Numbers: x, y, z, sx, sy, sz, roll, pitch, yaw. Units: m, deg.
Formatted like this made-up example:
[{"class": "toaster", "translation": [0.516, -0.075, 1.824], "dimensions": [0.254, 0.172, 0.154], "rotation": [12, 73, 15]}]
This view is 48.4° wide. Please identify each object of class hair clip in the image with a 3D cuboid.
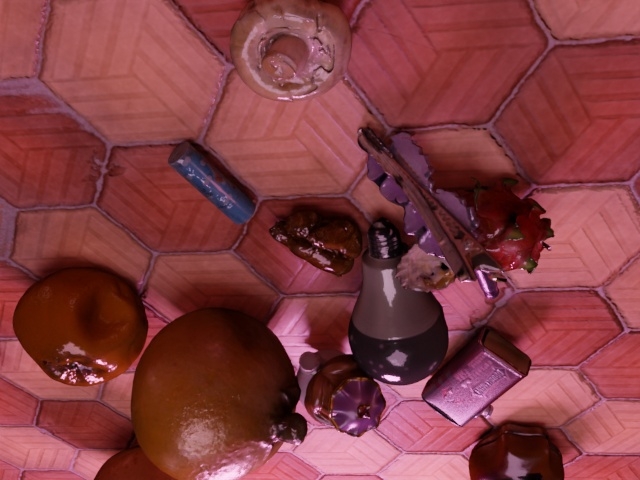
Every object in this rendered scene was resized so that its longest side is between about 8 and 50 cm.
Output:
[{"class": "hair clip", "translation": [0.149, -0.053, 1.038], "dimensions": [0.292, 0.085, 0.106], "rotation": [53, 134, 13]}]

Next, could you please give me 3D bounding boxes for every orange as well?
[{"class": "orange", "translation": [-0.460, 0.178, 1.351], "dimensions": [0.249, 0.183, 0.248], "rotation": [2, 136, 2]}]

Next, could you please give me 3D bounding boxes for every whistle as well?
[{"class": "whistle", "translation": [0.277, 0.041, 1.233], "dimensions": [0.033, 0.033, 0.176], "rotation": [-13, 134, 19]}]

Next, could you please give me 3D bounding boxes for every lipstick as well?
[{"class": "lipstick", "translation": [-0.171, -0.089, 1.132], "dimensions": [0.048, 0.048, 0.158], "rotation": [-25, 129, 29]}]

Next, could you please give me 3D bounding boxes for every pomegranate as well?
[{"class": "pomegranate", "translation": [-0.419, 0.677, 1.782], "dimensions": [0.339, 0.338, 0.338], "rotation": [3, 137, 3]}]

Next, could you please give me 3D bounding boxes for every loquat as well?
[{"class": "loquat", "translation": [-0.175, 0.297, 1.331], "dimensions": [0.360, 0.328, 0.328], "rotation": [16, 143, 28]}]

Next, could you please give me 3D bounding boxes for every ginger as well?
[{"class": "ginger", "translation": [0.000, 0.000, 1.190], "dimensions": [0.162, 0.073, 0.103], "rotation": [24, 134, -17]}]

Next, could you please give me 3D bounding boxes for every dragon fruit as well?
[{"class": "dragon fruit", "translation": [0.245, -0.034, 1.096], "dimensions": [0.236, 0.135, 0.137], "rotation": [35, 124, 3]}]

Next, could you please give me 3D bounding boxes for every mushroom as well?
[{"class": "mushroom", "translation": [-0.036, -0.243, 0.900], "dimensions": [0.154, 0.122, 0.154], "rotation": [4, 130, 5]}]

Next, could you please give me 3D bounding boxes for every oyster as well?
[{"class": "oyster", "translation": [0.187, 0.039, 1.153], "dimensions": [0.146, 0.045, 0.121], "rotation": [-16, 144, -6]}]

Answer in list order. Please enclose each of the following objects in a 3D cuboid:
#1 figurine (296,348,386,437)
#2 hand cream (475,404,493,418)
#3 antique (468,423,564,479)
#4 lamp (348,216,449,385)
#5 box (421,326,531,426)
[{"class": "figurine", "translation": [0.033, 0.286, 1.369], "dimensions": [0.189, 0.142, 0.263], "rotation": [41, 170, -8]}, {"class": "hand cream", "translation": [0.308, 0.350, 1.555], "dimensions": [0.142, 0.053, 0.084], "rotation": [21, 132, -1]}, {"class": "antique", "translation": [0.462, 0.549, 1.688], "dimensions": [0.224, 0.129, 0.278], "rotation": [8, 135, 1]}, {"class": "lamp", "translation": [0.134, 0.102, 1.257], "dimensions": [0.182, 0.182, 0.313], "rotation": [-3, 104, 9]}, {"class": "box", "translation": [0.310, 0.279, 1.438], "dimensions": [0.120, 0.069, 0.224], "rotation": [38, 132, 2]}]
